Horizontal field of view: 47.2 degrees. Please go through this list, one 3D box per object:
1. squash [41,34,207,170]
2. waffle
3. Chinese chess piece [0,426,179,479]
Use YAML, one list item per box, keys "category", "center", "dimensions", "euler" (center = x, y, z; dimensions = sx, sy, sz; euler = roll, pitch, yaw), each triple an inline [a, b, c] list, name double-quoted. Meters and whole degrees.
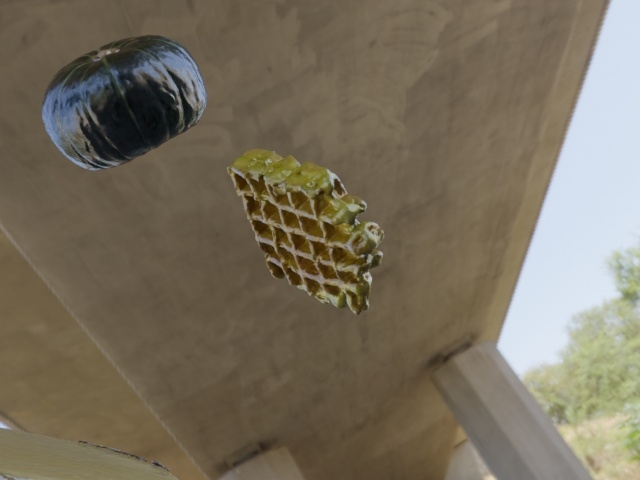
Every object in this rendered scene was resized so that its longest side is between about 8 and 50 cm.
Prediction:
- category: "squash"
  center: [-0.300, -0.217, 1.135]
  dimensions: [0.252, 0.252, 0.165]
  euler: [-26, -62, -13]
- category: "waffle"
  center: [0.000, 0.000, 0.933]
  dimensions: [0.057, 0.219, 0.229]
  euler: [-40, -54, -28]
- category: "Chinese chess piece"
  center: [-0.225, 0.196, 0.527]
  dimensions: [0.251, 0.097, 0.251]
  euler: [11, -13, 3]
